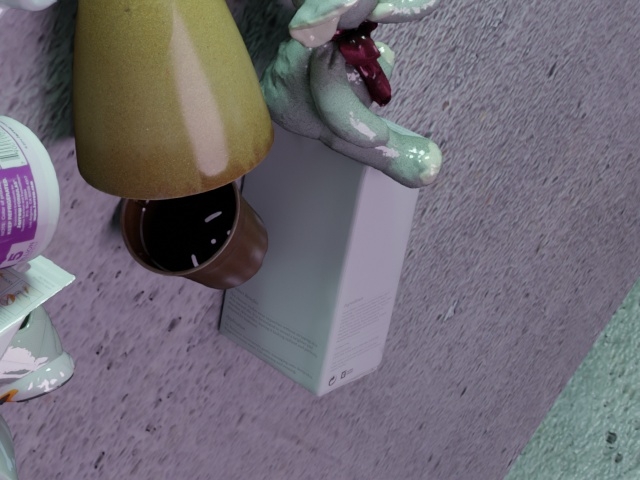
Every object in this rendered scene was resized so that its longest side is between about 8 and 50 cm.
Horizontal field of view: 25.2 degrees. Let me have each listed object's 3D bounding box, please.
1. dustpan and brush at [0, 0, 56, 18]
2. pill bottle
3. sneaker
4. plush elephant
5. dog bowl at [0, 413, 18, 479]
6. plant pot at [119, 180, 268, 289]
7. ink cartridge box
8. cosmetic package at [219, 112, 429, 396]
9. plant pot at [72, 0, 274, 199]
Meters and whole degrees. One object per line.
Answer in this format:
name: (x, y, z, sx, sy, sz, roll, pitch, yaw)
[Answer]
dustpan and brush: (-0.328, -0.273, 1.541, 0.211, 0.060, 0.147, -68, 160, 1)
pill bottle: (-0.432, -0.028, 1.472, 0.301, 0.169, 0.169, -17, 128, -47)
sneaker: (-0.431, 0.156, 1.718, 0.262, 0.099, 0.121, -27, 109, -31)
plush elephant: (0.032, -0.267, 1.821, 0.330, 0.272, 0.255, 14, 128, -23)
dog bowl: (-0.498, 0.320, 1.621, 0.348, 0.102, 0.349, -20, 139, -19)
plant pot: (-0.153, -0.013, 1.894, 0.167, 0.167, 0.165, -58, 155, -4)
ink cartridge box: (-0.408, 0.081, 1.583, 0.224, 0.181, 0.056, -37, 142, -34)
cosmetic package: (0.000, 0.000, 2.059, 0.156, 0.217, 0.385, -20, 133, -47)
plant pot: (-0.184, -0.216, 1.635, 0.237, 0.237, 0.254, -34, 132, -35)
